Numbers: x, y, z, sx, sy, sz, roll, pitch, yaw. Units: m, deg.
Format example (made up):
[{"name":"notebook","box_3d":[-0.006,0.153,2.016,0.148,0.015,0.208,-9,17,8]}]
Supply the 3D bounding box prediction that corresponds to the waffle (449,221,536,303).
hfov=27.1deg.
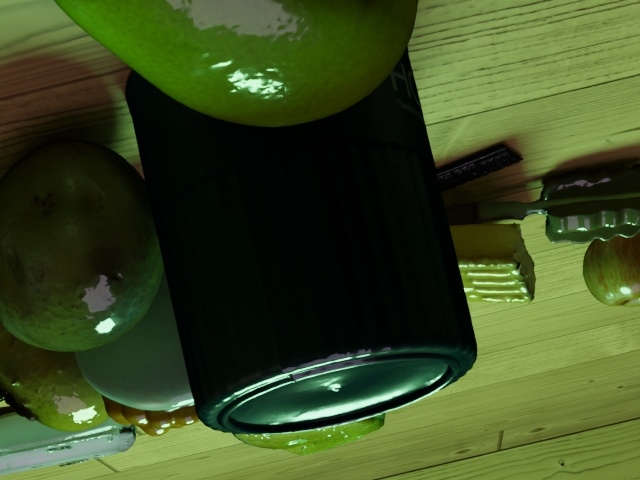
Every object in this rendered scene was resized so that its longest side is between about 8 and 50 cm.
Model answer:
[{"name":"waffle","box_3d":[0.128,0.029,1.520,0.221,0.055,0.248,0,169,13]}]

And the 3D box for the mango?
[{"name":"mango","box_3d":[-0.046,-0.165,0.847,0.185,0.149,0.273,-21,154,27]}]

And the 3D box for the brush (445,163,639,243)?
[{"name":"brush","box_3d":[0.235,-0.033,1.503,0.300,0.084,0.071,-6,156,-3]}]

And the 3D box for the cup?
[{"name":"cup","box_3d":[-0.018,0.002,1.102,0.242,0.292,0.308,-9,159,-11]}]

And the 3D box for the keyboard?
[{"name":"keyboard","box_3d":[0.120,-0.059,1.437,0.198,0.010,0.063,-21,161,22]}]

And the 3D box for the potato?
[{"name":"potato","box_3d":[-0.225,0.017,1.180,0.159,0.174,0.251,11,155,-16]}]

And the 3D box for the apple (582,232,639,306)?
[{"name":"apple","box_3d":[0.408,0.032,1.730,0.126,0.102,0.126,-12,161,-4]}]

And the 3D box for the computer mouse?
[{"name":"computer mouse","box_3d":[-0.429,0.297,1.970,0.310,0.072,0.158,-9,159,-13]}]

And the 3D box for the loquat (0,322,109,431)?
[{"name":"loquat","box_3d":[-0.278,0.121,1.472,0.149,0.172,0.204,-15,-156,46]}]

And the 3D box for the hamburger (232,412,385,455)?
[{"name":"hamburger","box_3d":[0.002,0.189,1.804,0.192,0.168,0.288,-20,159,23]}]

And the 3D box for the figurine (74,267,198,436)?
[{"name":"figurine","box_3d":[-0.146,0.093,1.454,0.224,0.205,0.382,-32,176,-4]}]
